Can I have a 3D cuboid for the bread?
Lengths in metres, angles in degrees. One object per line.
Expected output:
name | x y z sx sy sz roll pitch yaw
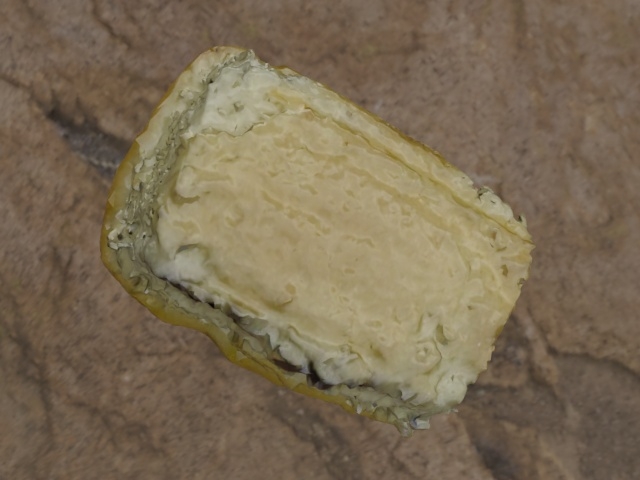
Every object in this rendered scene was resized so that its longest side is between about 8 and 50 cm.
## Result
bread | 0.000 0.000 0.639 0.245 0.121 0.174 28 77 -9
